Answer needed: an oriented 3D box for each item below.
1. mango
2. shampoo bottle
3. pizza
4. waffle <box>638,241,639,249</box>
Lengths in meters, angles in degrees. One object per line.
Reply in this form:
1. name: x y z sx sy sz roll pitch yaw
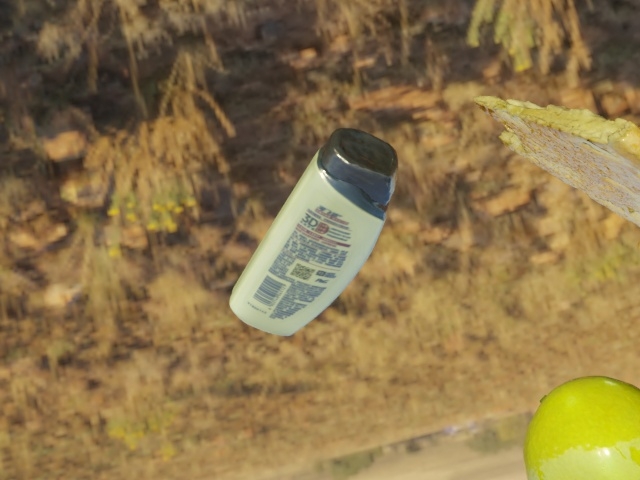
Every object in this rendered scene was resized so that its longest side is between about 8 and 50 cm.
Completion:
1. mango: 0.338 0.286 1.345 0.185 0.273 0.149 -20 -170 31
2. shampoo bottle: 0.000 0.000 1.568 0.134 0.078 0.359 24 135 -10
3. pizza: 0.234 -0.068 1.002 0.181 0.262 0.034 39 87 -37
4. waffle: 0.598 0.001 1.495 0.328 0.098 0.224 -12 154 40
